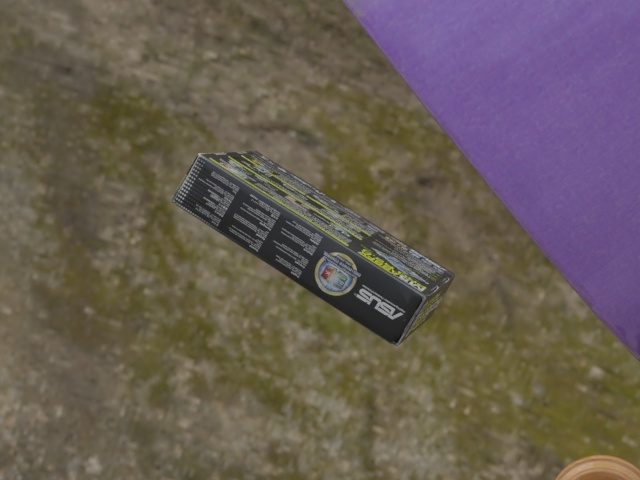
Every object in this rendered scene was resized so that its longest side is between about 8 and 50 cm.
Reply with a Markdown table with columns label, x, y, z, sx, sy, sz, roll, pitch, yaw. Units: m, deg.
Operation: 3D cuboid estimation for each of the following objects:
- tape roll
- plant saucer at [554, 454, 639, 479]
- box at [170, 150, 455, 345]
| label | x | y | z | sx | sy | sz | roll | pitch | yaw |
| --- | --- | --- | --- | --- | --- | --- | --- | --- | --- |
| tape roll | 0.069 | -0.090 | 0.520 | 0.275 | 0.090 | 0.275 | 50 | 10 | -13 |
| plant saucer | 0.214 | 0.205 | 1.075 | 0.083 | 0.083 | 0.013 | 25 | 11 | 9 |
| box | 0.000 | 0.000 | 1.472 | 0.270 | 0.060 | 0.216 | 32 | 11 | 8 |
